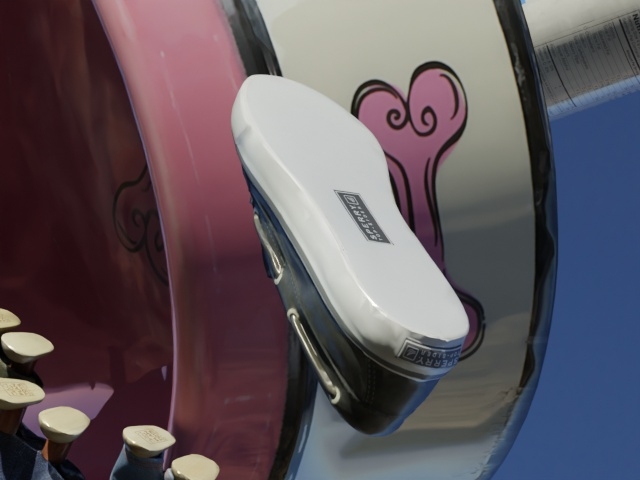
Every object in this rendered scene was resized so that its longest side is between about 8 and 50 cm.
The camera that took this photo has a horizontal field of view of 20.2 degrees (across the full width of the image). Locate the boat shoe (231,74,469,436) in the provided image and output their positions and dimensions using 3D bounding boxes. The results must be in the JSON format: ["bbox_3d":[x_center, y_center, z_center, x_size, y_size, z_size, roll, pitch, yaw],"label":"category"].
[{"bbox_3d":[0.000,0.000,0.537,0.049,0.142,0.040,12,-59,-28],"label":"boat shoe"}]

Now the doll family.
[{"bbox_3d":[-0.121,0.097,0.677,0.193,0.076,0.111,34,-71,31],"label":"doll family"}]

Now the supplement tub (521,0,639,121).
[{"bbox_3d":[0.103,-0.088,0.734,0.107,0.071,0.071,-20,-71,17],"label":"supplement tub"}]

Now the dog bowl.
[{"bbox_3d":[-0.085,-0.040,0.798,0.408,0.150,0.408,32,-50,48],"label":"dog bowl"}]
